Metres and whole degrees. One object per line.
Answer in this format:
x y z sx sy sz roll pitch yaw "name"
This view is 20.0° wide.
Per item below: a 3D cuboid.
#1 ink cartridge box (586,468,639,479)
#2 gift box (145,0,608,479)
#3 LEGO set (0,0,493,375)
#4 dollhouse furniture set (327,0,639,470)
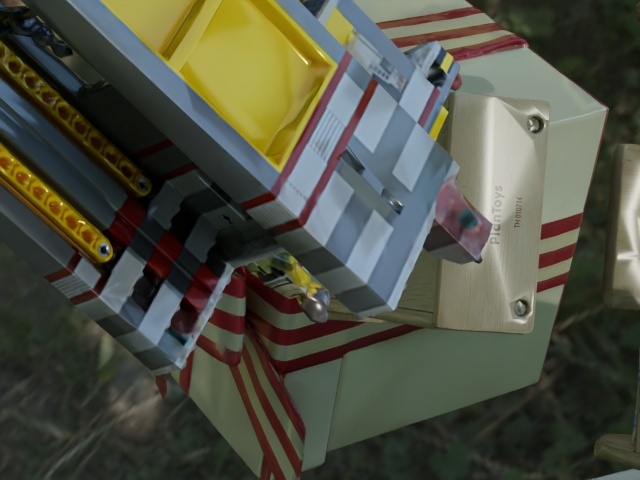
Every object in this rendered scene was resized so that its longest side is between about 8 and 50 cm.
0.098 0.213 0.921 0.203 0.086 0.148 -14 41 2 "ink cartridge box"
0.000 0.000 1.148 0.258 0.276 0.255 -13 35 -31 "gift box"
-0.066 -0.071 0.535 0.192 0.331 0.255 44 44 -24 "LEGO set"
0.141 -0.005 0.845 0.242 0.161 0.212 5 89 -17 "dollhouse furniture set"
